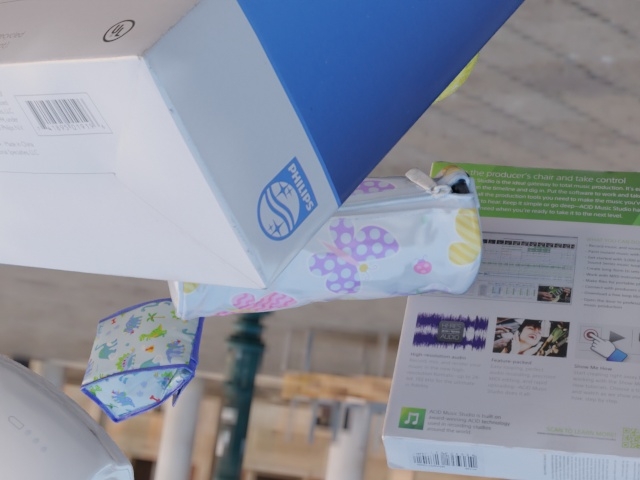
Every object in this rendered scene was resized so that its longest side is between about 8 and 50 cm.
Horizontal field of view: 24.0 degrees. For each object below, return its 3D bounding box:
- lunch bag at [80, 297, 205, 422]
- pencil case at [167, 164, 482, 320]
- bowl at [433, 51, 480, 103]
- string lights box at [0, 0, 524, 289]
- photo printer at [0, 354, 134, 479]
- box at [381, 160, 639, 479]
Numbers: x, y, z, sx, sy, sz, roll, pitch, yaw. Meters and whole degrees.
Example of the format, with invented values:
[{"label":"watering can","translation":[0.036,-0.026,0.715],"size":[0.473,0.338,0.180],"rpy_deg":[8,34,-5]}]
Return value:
[{"label":"lunch bag","translation":[-0.215,0.146,1.922],"size":[0.151,0.128,0.096],"rpy_deg":[-25,127,25]},{"label":"pencil case","translation":[0.000,0.000,1.269],"size":[0.273,0.113,0.124],"rpy_deg":[-6,163,-8]},{"label":"bowl","translation":[0.029,-0.258,1.763],"size":[0.289,0.289,0.156],"rpy_deg":[-1,-152,43]},{"label":"string lights box","translation":[-0.002,-0.100,0.473],"size":[0.133,0.259,0.076],"rpy_deg":[5,132,44]},{"label":"photo printer","translation":[-0.290,0.228,1.092],"size":[0.256,0.307,0.107],"rpy_deg":[26,177,25]},{"label":"box","translation":[0.194,0.066,1.338],"size":[0.232,0.322,0.058],"rpy_deg":[4,141,12]}]
